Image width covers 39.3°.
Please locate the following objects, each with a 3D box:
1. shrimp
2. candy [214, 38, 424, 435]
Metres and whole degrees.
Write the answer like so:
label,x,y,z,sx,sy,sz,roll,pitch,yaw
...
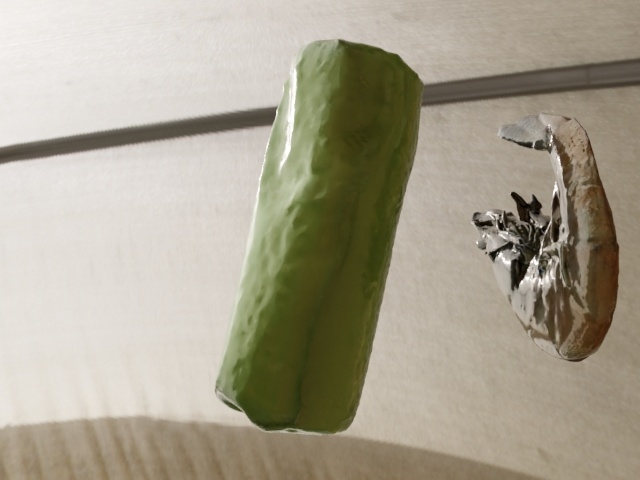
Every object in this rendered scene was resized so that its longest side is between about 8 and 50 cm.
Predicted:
label,x,y,z,sx,sy,sz,roll,pitch,yaw
shrimp,0.178,-0.023,0.737,0.075,0.289,0.178,4,-70,1
candy,0.000,0.000,0.787,0.131,0.142,0.344,12,-92,0
